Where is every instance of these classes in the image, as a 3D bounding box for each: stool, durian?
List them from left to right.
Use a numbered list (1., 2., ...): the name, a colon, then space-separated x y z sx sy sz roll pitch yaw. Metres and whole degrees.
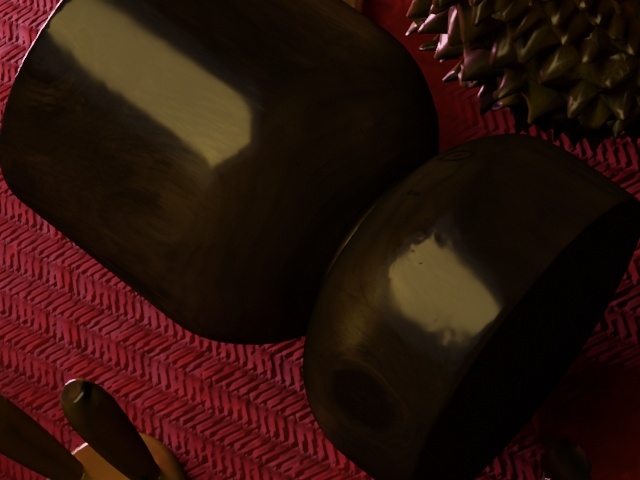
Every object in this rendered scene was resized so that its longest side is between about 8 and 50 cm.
1. stool: -0.144 0.141 0.961 0.135 0.110 0.134 -42 49 5
2. stool: -0.003 -0.019 0.857 0.264 0.179 0.179 36 87 19
3. durian: 0.162 -0.165 0.857 0.293 0.258 0.258 8 69 30

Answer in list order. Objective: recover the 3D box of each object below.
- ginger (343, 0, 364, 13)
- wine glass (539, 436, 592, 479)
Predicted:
1. ginger: -0.059 -0.126 1.089 0.214 0.059 0.133 8 65 35
2. wine glass: 0.009 0.239 0.730 0.323 0.238 0.238 -33 51 10
